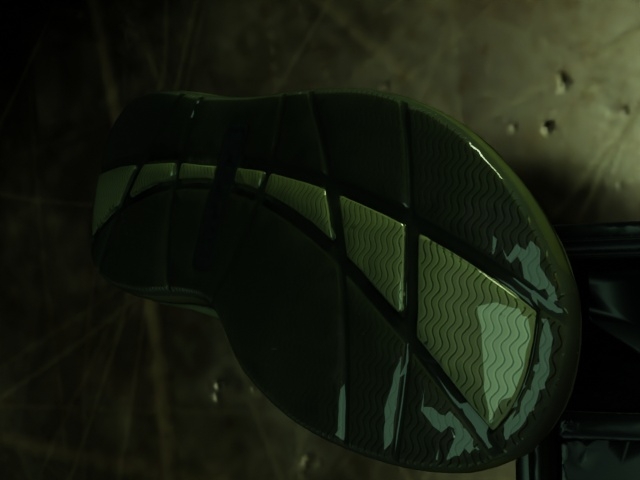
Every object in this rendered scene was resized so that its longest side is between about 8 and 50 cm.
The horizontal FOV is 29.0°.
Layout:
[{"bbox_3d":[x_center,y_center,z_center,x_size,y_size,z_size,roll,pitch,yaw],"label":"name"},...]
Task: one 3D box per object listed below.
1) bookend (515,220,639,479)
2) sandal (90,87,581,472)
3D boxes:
[{"bbox_3d":[0.153,0.070,0.434,0.156,0.072,0.157,-2,87,30],"label":"bookend"},{"bbox_3d":[0.000,-0.002,0.505,0.303,0.086,0.120,25,96,54],"label":"sandal"}]
